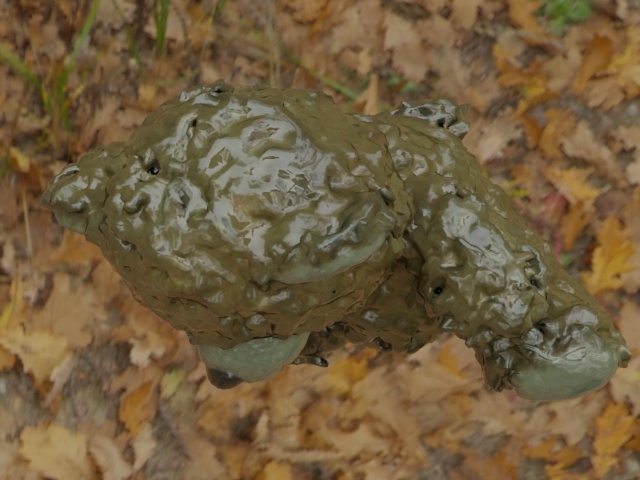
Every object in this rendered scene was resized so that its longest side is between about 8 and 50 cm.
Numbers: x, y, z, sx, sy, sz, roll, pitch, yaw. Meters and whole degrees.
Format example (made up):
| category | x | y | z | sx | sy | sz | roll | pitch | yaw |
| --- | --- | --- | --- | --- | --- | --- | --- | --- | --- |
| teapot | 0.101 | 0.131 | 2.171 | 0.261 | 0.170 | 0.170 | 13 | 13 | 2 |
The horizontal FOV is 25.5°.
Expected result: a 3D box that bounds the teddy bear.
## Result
| category | x | y | z | sx | sy | sz | roll | pitch | yaw |
| --- | --- | --- | --- | --- | --- | --- | --- | --- | --- |
| teddy bear | 0.000 | 0.000 | 0.701 | 0.256 | 0.267 | 0.156 | 0 | 95 | -54 |
